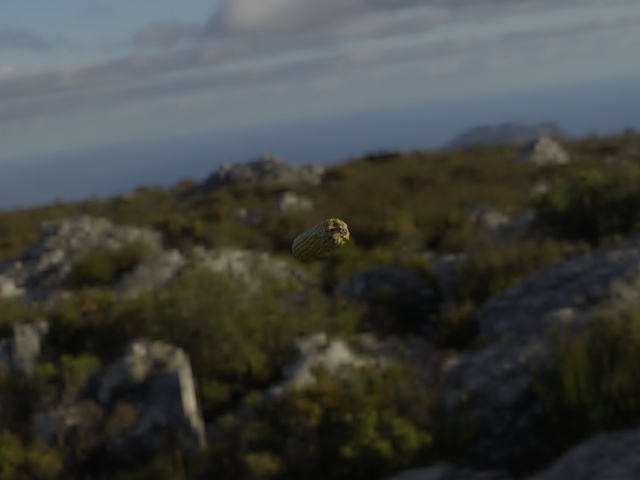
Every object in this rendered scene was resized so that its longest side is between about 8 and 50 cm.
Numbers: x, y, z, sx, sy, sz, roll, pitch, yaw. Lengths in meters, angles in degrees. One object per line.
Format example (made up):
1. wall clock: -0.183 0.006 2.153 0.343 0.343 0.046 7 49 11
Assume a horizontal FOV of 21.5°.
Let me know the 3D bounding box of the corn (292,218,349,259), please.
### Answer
1. corn: 0.000 0.000 1.462 0.028 0.027 0.083 -49 11 -29
